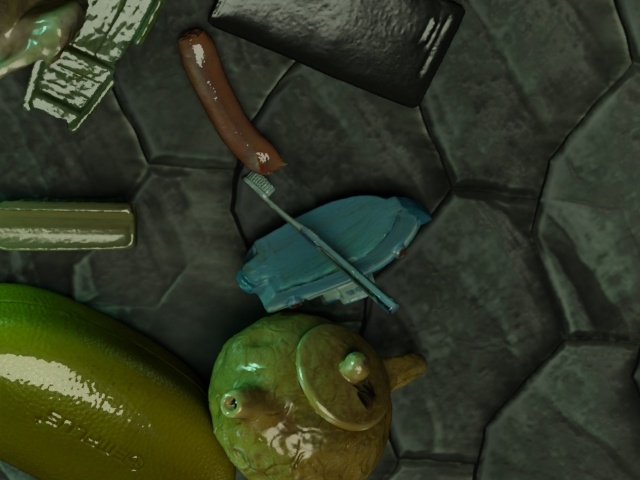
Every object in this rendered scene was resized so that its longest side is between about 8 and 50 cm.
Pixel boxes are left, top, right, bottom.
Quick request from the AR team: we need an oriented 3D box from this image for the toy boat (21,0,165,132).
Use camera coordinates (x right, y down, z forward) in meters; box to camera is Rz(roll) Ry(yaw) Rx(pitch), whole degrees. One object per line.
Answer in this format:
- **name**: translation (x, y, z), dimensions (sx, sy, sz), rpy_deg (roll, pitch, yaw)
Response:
- **toy boat**: translation (-0.197, -0.245, 1.650), dimensions (0.093, 0.055, 0.293), rpy_deg (26, 107, -20)

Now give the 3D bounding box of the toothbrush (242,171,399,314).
- **toothbrush**: translation (0.000, 0.000, 1.747), dimensions (0.019, 0.016, 0.219), rpy_deg (-45, 71, -6)

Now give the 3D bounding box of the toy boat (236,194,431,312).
- **toy boat**: translation (0.019, 0.015, 1.808), dimensions (0.215, 0.088, 0.102), rpy_deg (-27, 151, 0)

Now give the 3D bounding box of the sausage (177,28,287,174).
- **sausage**: translation (-0.094, -0.138, 1.727), dimensions (0.047, 0.040, 0.177), rpy_deg (-31, 117, -4)

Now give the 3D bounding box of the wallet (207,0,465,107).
- **wallet**: translation (0.018, -0.227, 1.717), dimensions (0.244, 0.025, 0.124), rpy_deg (21, 109, -20)

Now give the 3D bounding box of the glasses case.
- **glasses case**: translation (-0.247, 0.175, 1.784), dimensions (0.371, 0.141, 0.173), rpy_deg (31, 104, -22)

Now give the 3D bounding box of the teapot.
- **teapot**: translation (0.007, 0.159, 1.782), dimensions (0.311, 0.203, 0.167), rpy_deg (-7, 157, -44)

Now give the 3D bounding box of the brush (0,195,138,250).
- **brush**: translation (-0.328, -0.020, 1.735), dimensions (0.282, 0.048, 0.054), rpy_deg (-1, 112, -3)

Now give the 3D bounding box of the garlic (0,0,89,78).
- **garlic**: translation (-0.315, -0.297, 1.482), dimensions (0.132, 0.279, 0.325), rpy_deg (-30, 100, 20)
